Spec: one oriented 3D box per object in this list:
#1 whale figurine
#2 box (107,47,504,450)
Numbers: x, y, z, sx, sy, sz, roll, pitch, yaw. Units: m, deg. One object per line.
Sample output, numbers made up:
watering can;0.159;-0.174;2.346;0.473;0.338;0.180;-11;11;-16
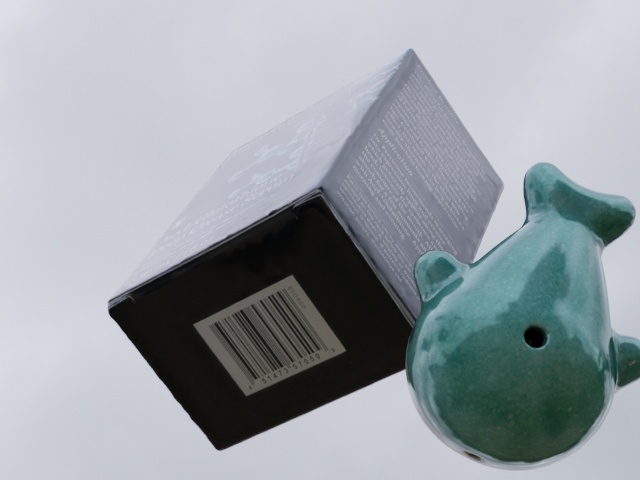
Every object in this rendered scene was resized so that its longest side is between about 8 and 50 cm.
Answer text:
whale figurine;0.182;0.054;1.144;0.216;0.272;0.141;26;-18;5
box;0.000;0.000;1.529;0.293;0.395;0.212;-28;-74;29
